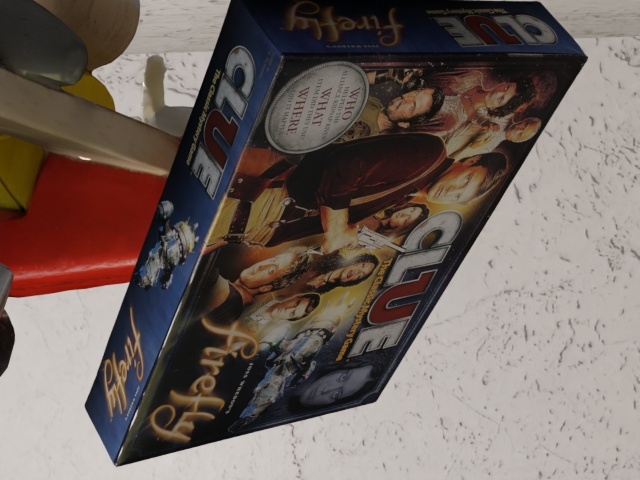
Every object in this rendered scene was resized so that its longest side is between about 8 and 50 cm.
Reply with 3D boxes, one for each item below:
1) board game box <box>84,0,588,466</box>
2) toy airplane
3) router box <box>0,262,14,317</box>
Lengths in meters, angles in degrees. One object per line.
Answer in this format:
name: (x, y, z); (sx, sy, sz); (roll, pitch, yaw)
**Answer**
board game box: (0.000, 0.000, 0.532); (0.165, 0.243, 0.042); (-8, -131, -36)
toy airplane: (-0.129, -0.065, 0.714); (0.385, 0.272, 0.386); (-1, 168, -24)
router box: (-0.357, 0.010, 0.521); (0.335, 0.082, 0.301); (33, 144, -26)
